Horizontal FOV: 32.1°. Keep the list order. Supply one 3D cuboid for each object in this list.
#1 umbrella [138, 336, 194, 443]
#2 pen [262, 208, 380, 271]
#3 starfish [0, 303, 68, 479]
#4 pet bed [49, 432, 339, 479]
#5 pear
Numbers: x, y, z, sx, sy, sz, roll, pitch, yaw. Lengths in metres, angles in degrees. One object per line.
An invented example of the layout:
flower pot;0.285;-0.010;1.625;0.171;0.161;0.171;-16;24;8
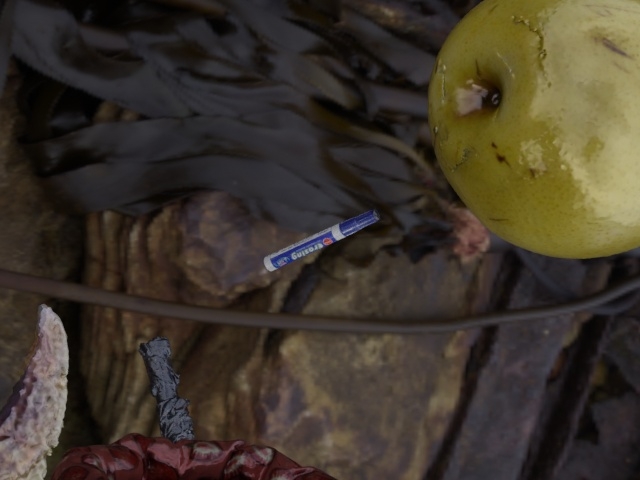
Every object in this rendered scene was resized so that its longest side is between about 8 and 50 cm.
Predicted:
umbrella;-0.156;0.170;1.156;0.040;0.037;0.144;-8;67;-25
pen;0.000;0.000;1.646;0.025;0.204;0.025;40;37;-39
starfish;-0.172;0.122;0.430;0.216;0.238;0.071;-35;114;-13
pet bed;-0.059;0.154;0.614;0.201;0.201;0.053;10;93;-36
pear;0.295;-0.146;1.310;0.348;0.348;0.348;1;88;-37
